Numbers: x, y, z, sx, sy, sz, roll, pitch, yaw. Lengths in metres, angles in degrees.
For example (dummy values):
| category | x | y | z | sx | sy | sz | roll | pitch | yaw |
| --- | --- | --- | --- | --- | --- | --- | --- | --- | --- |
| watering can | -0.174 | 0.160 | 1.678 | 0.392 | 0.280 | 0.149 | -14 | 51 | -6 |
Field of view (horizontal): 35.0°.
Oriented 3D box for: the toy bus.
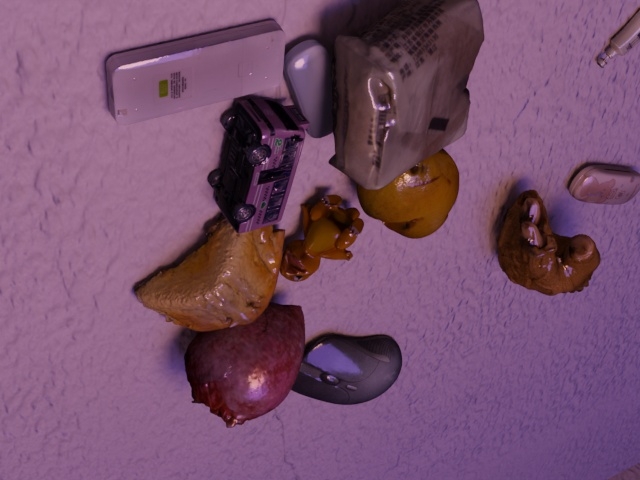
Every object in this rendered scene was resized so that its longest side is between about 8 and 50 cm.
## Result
| category | x | y | z | sx | sy | sz | roll | pitch | yaw |
| --- | --- | --- | --- | --- | --- | --- | --- | --- | --- |
| toy bus | -0.090 | -0.112 | 1.506 | 0.108 | 0.096 | 0.199 | -12 | 139 | -31 |

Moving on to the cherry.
| category | x | y | z | sx | sy | sz | roll | pitch | yaw |
| --- | --- | --- | --- | --- | --- | --- | --- | --- | --- |
| cherry | -0.121 | 0.198 | 1.755 | 0.250 | 0.192 | 0.175 | -42 | 112 | -15 |

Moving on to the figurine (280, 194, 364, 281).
| category | x | y | z | sx | sy | sz | roll | pitch | yaw |
| --- | --- | --- | --- | --- | --- | --- | --- | --- | --- |
| figurine | 0.000 | 0.000 | 1.719 | 0.176 | 0.121 | 0.122 | -44 | 174 | 21 |

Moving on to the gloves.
| category | x | y | z | sx | sy | sz | roll | pitch | yaw |
| --- | --- | --- | --- | --- | --- | --- | --- | --- | --- |
| gloves | 0.446 | 0.028 | 2.004 | 0.155 | 0.203 | 0.356 | -59 | 150 | -8 |

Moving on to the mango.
| category | x | y | z | sx | sy | sz | roll | pitch | yaw |
| --- | --- | --- | --- | --- | --- | --- | --- | --- | --- |
| mango | 0.152 | -0.085 | 1.706 | 0.167 | 0.130 | 0.262 | -40 | 148 | 6 |

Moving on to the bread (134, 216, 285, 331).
| category | x | y | z | sx | sy | sz | roll | pitch | yaw |
| --- | --- | --- | --- | --- | --- | --- | --- | --- | --- |
| bread | -0.152 | 0.073 | 1.630 | 0.252 | 0.133 | 0.174 | -38 | 142 | 4 |

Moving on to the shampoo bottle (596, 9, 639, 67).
| category | x | y | z | sx | sy | sz | roll | pitch | yaw |
| --- | --- | --- | --- | --- | --- | --- | --- | --- | --- |
| shampoo bottle | 0.544 | -0.360 | 1.793 | 0.141 | 0.034 | 0.049 | -44 | 150 | 12 |

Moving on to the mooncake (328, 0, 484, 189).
| category | x | y | z | sx | sy | sz | roll | pitch | yaw |
| --- | --- | --- | --- | --- | --- | --- | --- | --- | --- |
| mooncake | 0.115 | -0.226 | 1.484 | 0.254 | 0.136 | 0.250 | -34 | 141 | -34 |

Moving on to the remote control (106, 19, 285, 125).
| category | x | y | z | sx | sy | sz | roll | pitch | yaw |
| --- | --- | --- | --- | --- | --- | --- | --- | --- | --- |
| remote control | -0.164 | -0.227 | 1.371 | 0.250 | 0.034 | 0.103 | -19 | 141 | -23 |

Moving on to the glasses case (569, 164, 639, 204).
| category | x | y | z | sx | sy | sz | roll | pitch | yaw |
| --- | --- | --- | --- | --- | --- | --- | --- | --- | --- |
| glasses case | 0.588 | -0.113 | 2.084 | 0.204 | 0.051 | 0.081 | 0 | 129 | -39 |

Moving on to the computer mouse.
| category | x | y | z | sx | sy | sz | roll | pitch | yaw |
| --- | --- | --- | --- | --- | --- | --- | --- | --- | --- |
| computer mouse | 0.036 | 0.268 | 2.039 | 0.379 | 0.090 | 0.167 | 10 | 123 | -42 |

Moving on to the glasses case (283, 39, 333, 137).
| category | x | y | z | sx | sy | sz | roll | pitch | yaw |
| --- | --- | --- | --- | --- | --- | --- | --- | --- | --- |
| glasses case | -0.008 | -0.220 | 1.494 | 0.067 | 0.045 | 0.178 | -32 | 143 | -8 |
